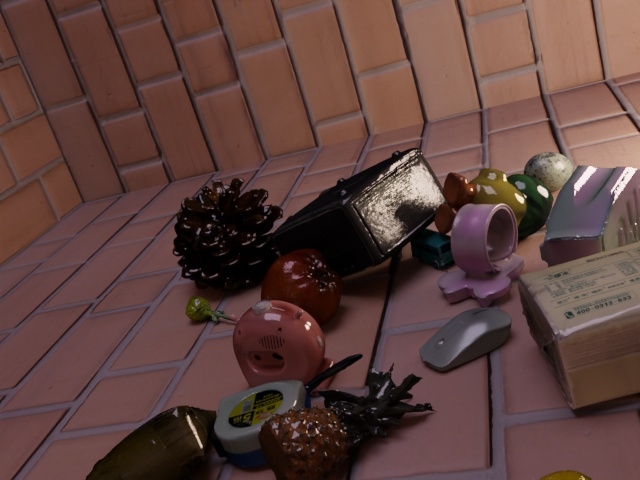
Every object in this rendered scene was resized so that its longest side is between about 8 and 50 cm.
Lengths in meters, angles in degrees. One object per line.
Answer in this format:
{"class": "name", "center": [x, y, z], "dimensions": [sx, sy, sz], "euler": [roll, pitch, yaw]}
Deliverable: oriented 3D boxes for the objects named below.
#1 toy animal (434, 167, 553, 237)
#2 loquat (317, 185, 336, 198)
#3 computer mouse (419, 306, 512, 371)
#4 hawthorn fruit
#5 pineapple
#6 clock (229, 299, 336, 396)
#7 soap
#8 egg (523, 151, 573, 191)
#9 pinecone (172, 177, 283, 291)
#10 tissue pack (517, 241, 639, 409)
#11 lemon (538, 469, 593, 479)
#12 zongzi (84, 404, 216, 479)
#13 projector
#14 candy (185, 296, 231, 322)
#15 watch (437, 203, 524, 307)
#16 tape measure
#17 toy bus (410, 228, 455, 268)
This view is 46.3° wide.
{"class": "toy animal", "center": [0.515, -0.092, 2.145], "dimensions": [0.339, 0.215, 0.191], "euler": [0, 26, -22]}
{"class": "loquat", "center": [0.071, -0.105, 2.629], "dimensions": [0.179, 0.179, 0.227], "euler": [-17, 24, 1]}
{"class": "computer mouse", "center": [0.334, 0.219, 1.731], "dimensions": [0.231, 0.079, 0.128], "euler": [-26, 20, -13]}
{"class": "hawthorn fruit", "center": [-0.069, 0.145, 2.074], "dimensions": [0.261, 0.224, 0.224], "euler": [-32, 8, 40]}
{"class": "pineapple", "center": [0.054, 0.364, 1.512], "dimensions": [0.365, 0.165, 0.166], "euler": [-20, 19, -32]}
{"class": "clock", "center": [-0.105, 0.253, 1.762], "dimensions": [0.227, 0.241, 0.142], "euler": [-6, 27, 27]}
{"class": "soap", "center": [0.687, -0.038, 1.830], "dimensions": [0.156, 0.261, 0.446], "euler": [3, 28, 38]}
{"class": "egg", "center": [0.745, -0.224, 2.440], "dimensions": [0.172, 0.132, 0.132], "euler": [-12, 18, -21]}
{"class": "pinecone", "center": [-0.298, -0.029, 2.504], "dimensions": [0.398, 0.397, 0.397], "euler": [-15, 21, 6]}
{"class": "tissue pack", "center": [0.619, 0.147, 1.489], "dimensions": [0.381, 0.207, 0.297], "euler": [-16, 22, 6]}
{"class": "lemon", "center": [0.378, 0.411, 1.152], "dimensions": [0.133, 0.109, 0.109], "euler": [-18, 20, -17]}
{"class": "zongzi", "center": [-0.358, 0.469, 1.636], "dimensions": [0.274, 0.145, 0.300], "euler": [-34, -5, -2]}
{"class": "projector", "center": [0.115, -0.067, 2.262], "dimensions": [0.405, 0.242, 0.395], "euler": [-37, 10, -38]}
{"class": "candy", "center": [-0.309, 0.227, 2.260], "dimensions": [0.262, 0.073, 0.077], "euler": [10, 52, 39]}
{"class": "watch", "center": [0.412, 0.021, 1.961], "dimensions": [0.211, 0.217, 0.248], "euler": [2, 28, 42]}
{"class": "tape measure", "center": [-0.062, 0.367, 1.610], "dimensions": [0.352, 0.097, 0.215], "euler": [-22, 19, 10]}
{"class": "toy bus", "center": [0.334, 0.020, 2.205], "dimensions": [0.079, 0.091, 0.160], "euler": [-24, 22, -21]}
